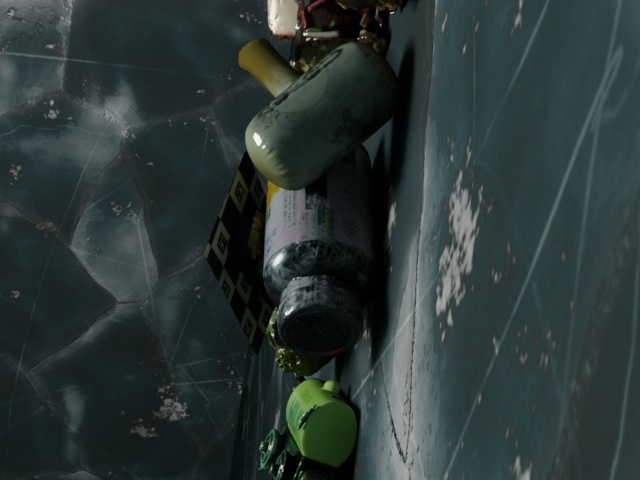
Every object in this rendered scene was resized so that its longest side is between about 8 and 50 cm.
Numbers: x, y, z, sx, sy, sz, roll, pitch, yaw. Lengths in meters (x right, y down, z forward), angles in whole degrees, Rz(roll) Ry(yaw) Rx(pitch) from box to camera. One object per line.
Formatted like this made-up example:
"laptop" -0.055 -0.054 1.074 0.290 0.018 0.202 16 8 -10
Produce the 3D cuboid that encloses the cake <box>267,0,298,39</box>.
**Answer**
"cake" -0.011 -0.408 1.673 0.262 0.160 0.158 -120 34 -81

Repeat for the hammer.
"hammer" -0.039 -0.193 1.277 0.113 0.202 0.305 57 174 -38

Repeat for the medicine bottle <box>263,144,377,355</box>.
"medicine bottle" 0.000 0.000 1.256 0.141 0.141 0.293 104 169 -47

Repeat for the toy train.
"toy train" -0.010 0.259 1.325 0.253 0.105 0.157 -177 108 -83

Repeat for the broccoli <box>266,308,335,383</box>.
"broccoli" -0.026 0.129 1.437 0.130 0.120 0.131 -65 -31 -17

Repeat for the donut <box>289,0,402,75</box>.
"donut" 0.041 -0.373 1.338 0.345 0.136 0.259 131 142 -75

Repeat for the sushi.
"sushi" -0.070 0.018 1.346 0.215 0.050 0.192 69 -151 -42
